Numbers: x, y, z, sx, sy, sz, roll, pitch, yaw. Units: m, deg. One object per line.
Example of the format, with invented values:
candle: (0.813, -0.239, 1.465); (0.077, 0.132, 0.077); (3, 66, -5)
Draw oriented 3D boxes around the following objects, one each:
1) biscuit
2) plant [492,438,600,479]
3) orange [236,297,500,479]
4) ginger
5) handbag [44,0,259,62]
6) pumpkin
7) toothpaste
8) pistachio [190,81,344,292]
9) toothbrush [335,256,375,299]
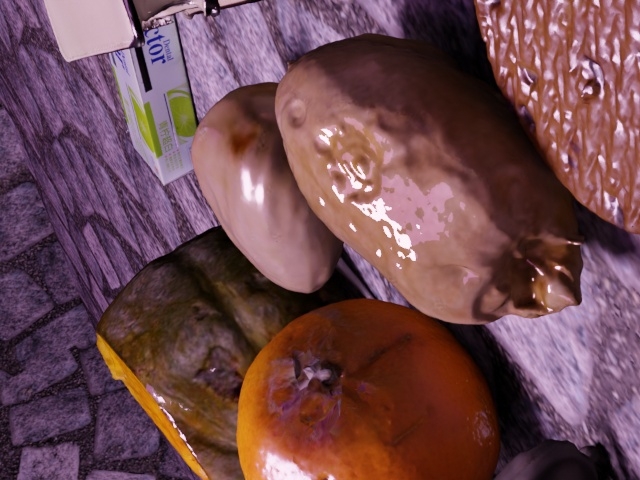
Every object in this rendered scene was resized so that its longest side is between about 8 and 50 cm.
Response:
biscuit: (0.142, -0.098, 0.733); (0.212, 0.036, 0.212); (54, 161, 28)
plant: (0.169, 0.290, 1.045); (0.188, 0.199, 0.276); (44, 161, 33)
orange: (0.036, 0.151, 1.174); (0.224, 0.224, 0.170); (48, 178, 42)
ginger: (0.063, -0.049, 0.901); (0.267, 0.152, 0.138); (56, 135, 39)
handbag: (-0.176, -0.286, 1.230); (0.358, 0.160, 0.236); (-166, 58, -70)
pumpkin: (-0.079, 0.114, 1.461); (0.256, 0.225, 0.303); (58, 165, -3)
toothpaste: (-0.194, -0.204, 1.605); (0.081, 0.067, 0.336); (49, 160, 32)
pistachio: (-0.039, -0.043, 1.252); (0.206, 0.131, 0.129); (79, -161, -45)
toothbrush: (0.000, 0.000, 1.402); (0.257, 0.024, 0.018); (55, 162, 29)
